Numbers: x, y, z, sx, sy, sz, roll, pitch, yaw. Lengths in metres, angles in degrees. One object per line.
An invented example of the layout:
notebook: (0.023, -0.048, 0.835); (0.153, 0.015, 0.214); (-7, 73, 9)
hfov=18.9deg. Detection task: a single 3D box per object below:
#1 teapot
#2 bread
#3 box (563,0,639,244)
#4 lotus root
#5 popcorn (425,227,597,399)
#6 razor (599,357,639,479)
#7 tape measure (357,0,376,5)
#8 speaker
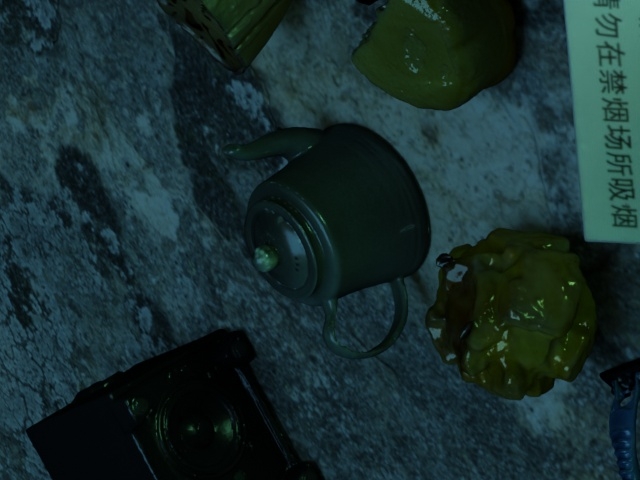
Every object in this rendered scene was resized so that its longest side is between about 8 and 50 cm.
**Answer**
teapot: (0.000, 0.000, 1.798); (0.162, 0.149, 0.239); (-28, 90, 55)
bread: (0.099, -0.170, 1.603); (0.125, 0.086, 0.156); (46, 148, 4)
box: (0.330, -0.100, 1.229); (0.330, 0.095, 0.210); (3, 120, 21)
lotus root: (-0.088, -0.239, 1.757); (0.095, 0.135, 0.159); (28, 148, 41)
popcorn: (0.165, 0.063, 1.647); (0.167, 0.152, 0.148); (-5, 79, 54)
razor: (0.274, 0.226, 1.620); (0.082, 0.042, 0.253); (-28, 67, 57)
tape measure: (0.088, -0.273, 1.447); (0.107, 0.181, 0.182); (45, 163, -9)
speaker: (-0.164, 0.246, 2.165); (0.254, 0.184, 0.232); (-27, 92, 53)
